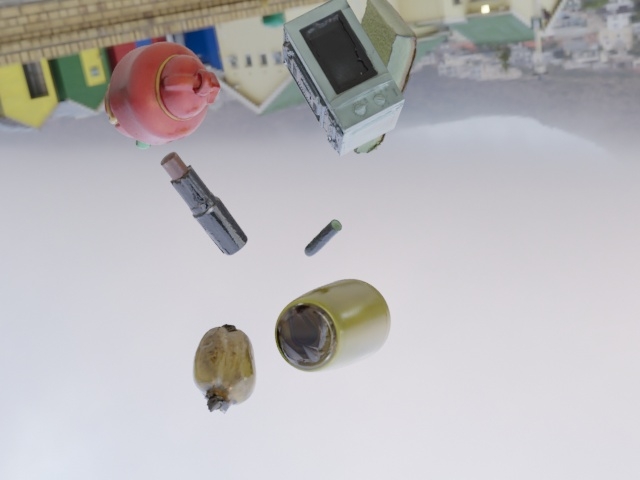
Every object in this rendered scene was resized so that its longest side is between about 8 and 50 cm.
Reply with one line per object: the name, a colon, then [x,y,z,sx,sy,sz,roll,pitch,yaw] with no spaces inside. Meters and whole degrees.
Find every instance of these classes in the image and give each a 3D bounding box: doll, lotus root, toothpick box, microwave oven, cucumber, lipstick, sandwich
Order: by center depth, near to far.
microwave oven: [0.032,-0.269,1.375,0.122,0.208,0.162,-28,171,-8]
doll: [-0.291,-0.267,1.492,0.160,0.183,0.363,4,179,-37]
sandwich: [0.099,-0.321,1.575,0.063,0.245,0.212,6,-145,-22]
lotus root: [-0.185,0.254,1.584,0.125,0.118,0.221,1,-139,-2]
toothpick box: [0.021,0.173,1.639,0.174,0.175,0.271,-2,-178,23]
cucumber: [0.000,0.000,1.836,0.032,0.032,0.133,-29,169,-47]
lipstick: [-0.286,-0.089,2.003,0.081,0.300,0.081,-28,-152,16]
